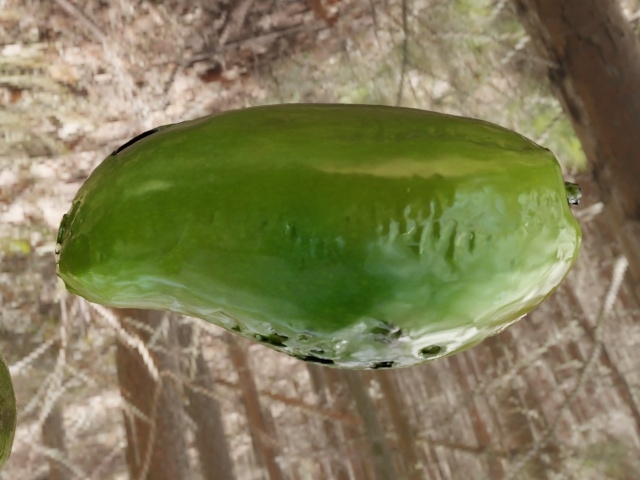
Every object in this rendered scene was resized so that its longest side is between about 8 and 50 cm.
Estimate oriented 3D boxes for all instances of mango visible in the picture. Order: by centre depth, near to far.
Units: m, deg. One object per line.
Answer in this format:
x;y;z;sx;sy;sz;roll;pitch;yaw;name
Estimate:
0.000;0.000;0.530;0.233;0.111;0.125;-5;108;-7;mango

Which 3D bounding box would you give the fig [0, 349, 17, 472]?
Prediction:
-0.333;0.140;0.912;0.207;0.230;0.207;-12;110;-36;fig
